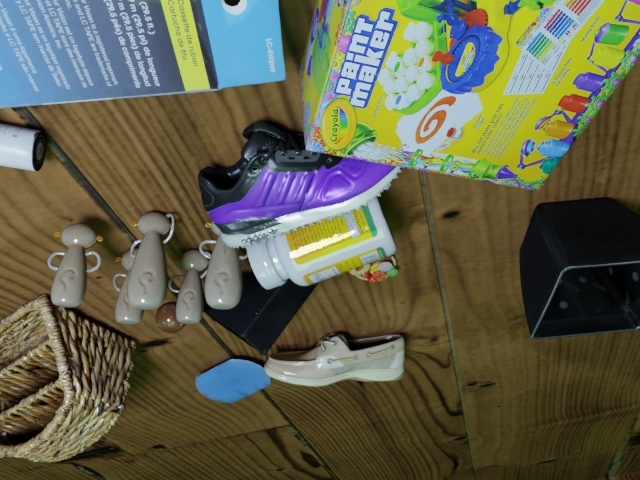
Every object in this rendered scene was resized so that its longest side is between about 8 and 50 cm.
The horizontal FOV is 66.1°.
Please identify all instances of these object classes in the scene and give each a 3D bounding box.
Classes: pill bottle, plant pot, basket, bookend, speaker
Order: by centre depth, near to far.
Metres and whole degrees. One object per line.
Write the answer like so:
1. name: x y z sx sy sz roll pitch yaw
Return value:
1. speaker: -0.430 -0.126 0.623 0.136 0.055 0.055 8 135 -15
2. pill bottle: 0.000 0.000 0.747 0.208 0.118 0.118 -21 135 9
3. plant pot: 0.428 0.034 0.804 0.187 0.167 0.188 -6 138 -1
4. bookend: -0.116 0.091 0.860 0.157 0.156 0.072 20 156 42
5. basket: -0.542 0.285 0.931 0.299 0.214 0.223 -28 133 21

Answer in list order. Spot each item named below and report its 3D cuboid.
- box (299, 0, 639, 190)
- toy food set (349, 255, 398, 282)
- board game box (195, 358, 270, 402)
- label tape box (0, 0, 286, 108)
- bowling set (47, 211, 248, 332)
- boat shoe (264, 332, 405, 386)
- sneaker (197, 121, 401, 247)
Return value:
1. box: 0.147 -0.230 0.486 0.278 0.177 0.290 8 136 -14
2. toy food set: 0.097 0.048 0.889 0.082 0.020 0.083 -29 132 22
3. board game box: -0.201 0.311 1.130 0.168 0.033 0.133 -30 127 17
4. label tape box: -0.217 -0.268 0.457 0.347 0.115 0.249 -7 137 -3
5. bowling set: -0.265 0.054 0.796 0.286 0.154 0.200 4 155 -12
6. boat shoe: 0.032 0.243 1.043 0.302 0.109 0.098 0 97 -6
7. sneaker: -0.035 -0.100 0.663 0.293 0.102 0.146 -22 121 9
